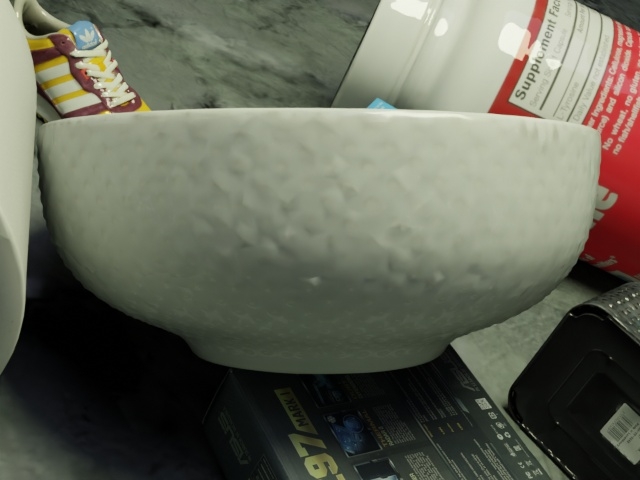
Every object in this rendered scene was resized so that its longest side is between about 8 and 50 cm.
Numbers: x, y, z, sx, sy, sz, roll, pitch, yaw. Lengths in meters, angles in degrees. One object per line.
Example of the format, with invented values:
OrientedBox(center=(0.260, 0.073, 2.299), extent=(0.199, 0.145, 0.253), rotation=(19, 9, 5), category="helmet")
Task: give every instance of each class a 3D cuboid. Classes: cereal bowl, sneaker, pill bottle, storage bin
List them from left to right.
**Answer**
OrientedBox(center=(-0.194, -0.133, 0.714), extent=(0.185, 0.084, 0.069), rotation=(31, 33, 7), category="sneaker")
OrientedBox(center=(0.000, 0.000, 0.540), extent=(0.339, 0.141, 0.339), rotation=(0, 3, 0), category="cereal bowl")
OrientedBox(center=(0.228, -0.123, 0.867), extent=(0.408, 0.229, 0.229), rotation=(25, 33, -3), category="pill bottle")
OrientedBox(center=(0.243, 0.132, 0.619), extent=(0.084, 0.122, 0.180), rotation=(-14, 50, -46), category="storage bin")

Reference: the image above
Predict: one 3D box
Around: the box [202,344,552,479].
OrientedBox(center=(0.060, 0.166, 0.499), extent=(0.183, 0.059, 0.232), rotation=(-2, 43, -39), category="box")

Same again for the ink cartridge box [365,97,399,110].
OrientedBox(center=(0.097, -0.032, 0.760), extent=(0.181, 0.104, 0.061), rotation=(31, 33, 6), category="ink cartridge box")

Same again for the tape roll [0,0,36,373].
OrientedBox(center=(-0.256, -0.031, 0.380), extent=(0.246, 0.246, 0.169), rotation=(11, 37, -24), category="tape roll")
